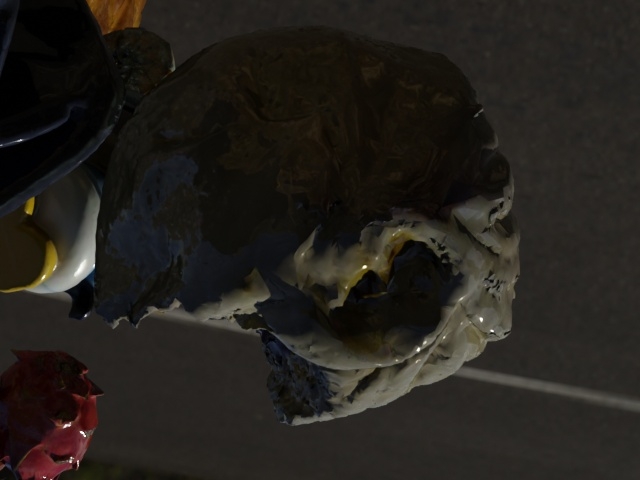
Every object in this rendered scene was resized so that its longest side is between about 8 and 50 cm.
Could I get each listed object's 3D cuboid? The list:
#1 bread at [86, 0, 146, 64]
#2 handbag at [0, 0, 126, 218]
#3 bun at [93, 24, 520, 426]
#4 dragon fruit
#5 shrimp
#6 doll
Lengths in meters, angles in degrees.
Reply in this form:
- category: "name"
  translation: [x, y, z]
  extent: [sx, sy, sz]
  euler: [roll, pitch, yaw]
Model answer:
- category: "bread"
  translation: [-0.318, -0.298, 1.506]
  extent: [0.207, 0.279, 0.279]
  euler: [13, 174, 9]
- category: "handbag"
  translation: [-0.246, -0.083, 0.673]
  extent: [0.118, 0.269, 0.325]
  euler: [52, -174, -40]
- category: "bun"
  translation: [0.010, -0.011, 0.905]
  extent: [0.282, 0.281, 0.205]
  euler: [21, 180, -32]
- category: "dragon fruit"
  translation: [-0.303, 0.194, 1.497]
  extent: [0.136, 0.165, 0.133]
  euler: [3, -171, -10]
- category: "shrimp"
  translation: [-0.217, -0.147, 1.411]
  extent: [0.091, 0.161, 0.034]
  euler: [36, 176, 11]
- category: "doll"
  translation: [-0.179, -0.033, 1.112]
  extent: [0.141, 0.177, 0.314]
  euler: [-15, -177, 19]
